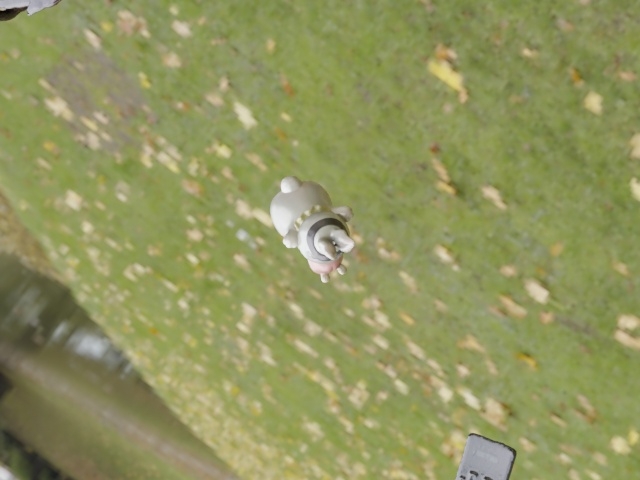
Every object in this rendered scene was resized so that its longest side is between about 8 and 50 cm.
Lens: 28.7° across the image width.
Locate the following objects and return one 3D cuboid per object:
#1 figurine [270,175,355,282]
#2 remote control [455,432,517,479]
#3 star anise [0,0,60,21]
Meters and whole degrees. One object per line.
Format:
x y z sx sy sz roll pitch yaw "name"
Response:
0.009 -0.005 1.397 0.098 0.081 0.146 45 -176 -44 "figurine"
0.153 0.328 1.327 0.063 0.245 0.025 19 -176 40 "remote control"
-0.326 -0.233 1.062 0.282 0.212 0.129 -10 113 15 "star anise"
